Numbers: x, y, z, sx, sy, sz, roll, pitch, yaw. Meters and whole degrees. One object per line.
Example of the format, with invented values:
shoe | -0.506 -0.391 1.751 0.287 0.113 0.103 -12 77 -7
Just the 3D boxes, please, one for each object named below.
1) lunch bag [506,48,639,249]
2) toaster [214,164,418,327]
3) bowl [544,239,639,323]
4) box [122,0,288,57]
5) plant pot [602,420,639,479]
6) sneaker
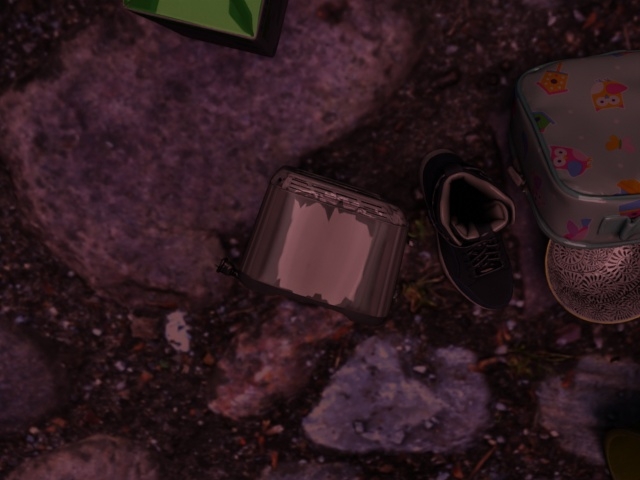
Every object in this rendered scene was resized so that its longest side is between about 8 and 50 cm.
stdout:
lunch bag | 0.353 -0.099 0.656 0.279 0.224 0.107 -7 148 2
toaster | 0.000 0.000 0.727 0.227 0.129 0.146 17 99 -2
bowl | 0.354 0.012 0.753 0.170 0.080 0.170 0 104 -1
box | -0.080 -0.331 0.590 0.127 0.231 0.261 13 104 -4
plant pot | 0.616 0.300 0.714 0.353 0.366 0.366 -30 102 -6
sneaker | 0.188 0.007 0.711 0.086 0.163 0.226 -26 104 4
